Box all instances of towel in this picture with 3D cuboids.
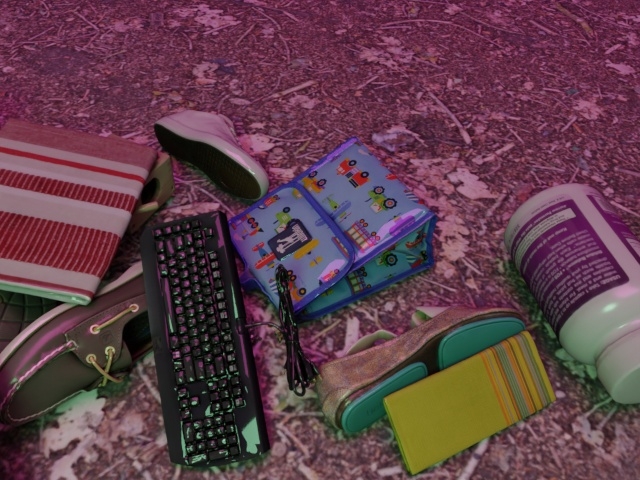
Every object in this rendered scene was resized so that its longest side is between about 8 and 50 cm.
[{"bbox_3d":[0.196,0.205,0.761,0.237,0.021,0.102,-18,85,-21],"label":"towel"},{"bbox_3d":[-0.390,-0.053,0.841,0.237,0.037,0.329,11,43,-7],"label":"towel"}]

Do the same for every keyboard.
[{"bbox_3d":[-0.115,0.112,0.747,0.201,0.033,0.317,-12,75,-5],"label":"keyboard"}]

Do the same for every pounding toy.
[{"bbox_3d":[-0.333,-0.060,0.971,0.181,0.094,0.206,21,49,15],"label":"pounding toy"}]

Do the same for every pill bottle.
[{"bbox_3d":[0.399,0.071,0.844,0.169,0.169,0.301,-5,45,-10],"label":"pill bottle"}]

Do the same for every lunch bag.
[{"bbox_3d":[0.000,0.000,0.936,0.293,0.138,0.221,-29,54,-14],"label":"lunch bag"}]

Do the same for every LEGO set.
[{"bbox_3d":[-0.094,0.127,0.850,0.083,0.023,0.054,-9,46,-13],"label":"LEGO set"}]

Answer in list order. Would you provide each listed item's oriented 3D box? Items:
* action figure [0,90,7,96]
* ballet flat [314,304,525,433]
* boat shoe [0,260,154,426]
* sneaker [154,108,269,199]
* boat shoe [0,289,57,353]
[{"bbox_3d":[-0.653,-0.153,0.932,0.248,0.275,0.370,11,59,15],"label":"action figure"},{"bbox_3d":[0.131,0.145,0.799,0.316,0.107,0.106,-18,36,-22],"label":"ballet flat"},{"bbox_3d":[-0.277,0.130,0.773,0.097,0.116,0.324,27,43,25],"label":"boat shoe"},{"bbox_3d":[-0.179,-0.180,1.093,0.290,0.106,0.123,34,54,28],"label":"sneaker"},{"bbox_3d":[-0.455,0.070,0.830,0.116,0.123,0.324,-28,43,11],"label":"boat shoe"}]
